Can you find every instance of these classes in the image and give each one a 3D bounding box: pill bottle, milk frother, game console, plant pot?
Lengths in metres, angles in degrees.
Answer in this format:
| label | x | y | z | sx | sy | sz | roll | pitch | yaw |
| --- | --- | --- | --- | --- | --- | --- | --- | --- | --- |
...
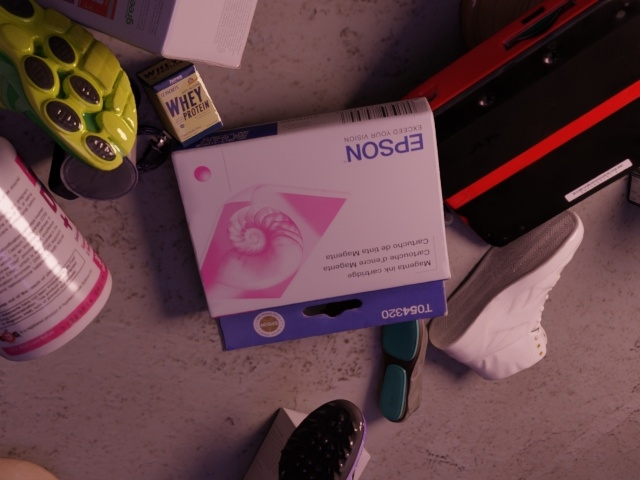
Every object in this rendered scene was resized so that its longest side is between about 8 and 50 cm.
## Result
| label | x | y | z | sx | sy | sz | roll | pitch | yaw |
| --- | --- | --- | --- | --- | --- | --- | --- | --- | --- |
| pill bottle | -0.372 | -0.015 | 1.003 | 0.160 | 0.160 | 0.283 | -36 | 122 | -8 |
| milk frother | -0.231 | -0.101 | 1.049 | 0.143 | 0.134 | 0.129 | 16 | 135 | -26 |
| game console | 0.316 | -0.166 | 1.233 | 0.387 | 0.060 | 0.342 | -32 | 138 | 21 |
| plant pot | 0.317 | -0.308 | 1.219 | 0.237 | 0.109 | 0.237 | -6 | 115 | -12 |

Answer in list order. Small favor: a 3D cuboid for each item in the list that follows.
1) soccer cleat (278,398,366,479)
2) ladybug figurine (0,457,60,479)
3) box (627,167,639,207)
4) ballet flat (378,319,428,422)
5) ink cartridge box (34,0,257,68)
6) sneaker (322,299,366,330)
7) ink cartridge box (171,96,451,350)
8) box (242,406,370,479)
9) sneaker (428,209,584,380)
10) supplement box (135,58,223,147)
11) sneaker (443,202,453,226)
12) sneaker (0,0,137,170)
| label | x | y | z | sx | sy | sz | roll | pitch | yaw |
| --- | --- | --- | --- | --- | --- | --- | --- | --- | --- |
| soccer cleat | -0.004 | 0.364 | 1.281 | 0.116 | 0.109 | 0.318 | 10 | 107 | -48 |
| ladybug figurine | -0.469 | 0.498 | 1.167 | 0.305 | 0.162 | 0.449 | 20 | 102 | -27 |
| box | 0.657 | -0.062 | 1.417 | 0.216 | 0.270 | 0.060 | -10 | 114 | -23 |
| ballet flat | 0.132 | 0.179 | 1.396 | 0.068 | 0.072 | 0.213 | -20 | 123 | -49 |
| ink cartridge box | -0.179 | -0.369 | 0.937 | 0.130 | 0.272 | 0.309 | -7 | 118 | -57 |
| sneaker | 0.088 | 0.077 | 1.321 | 0.188 | 0.066 | 0.071 | -43 | 124 | -3 |
| ink cartridge box | 0.000 | 0.000 | 1.182 | 0.324 | 0.071 | 0.330 | -10 | 116 | 1 |
| box | -0.030 | 0.358 | 1.369 | 0.130 | 0.091 | 0.170 | 23 | 100 | -31 |
| sneaker | 0.322 | 0.092 | 1.426 | 0.292 | 0.108 | 0.169 | -45 | 125 | 9 |
| supplement box | -0.168 | -0.168 | 1.081 | 0.056 | 0.083 | 0.083 | -31 | 120 | -12 |
| sneaker | 0.091 | -0.034 | 1.285 | 0.209 | 0.069 | 0.082 | 4 | 136 | -33 |
| sneaker | -0.306 | -0.181 | 0.940 | 0.295 | 0.123 | 0.109 | 42 | 60 | 3 |
